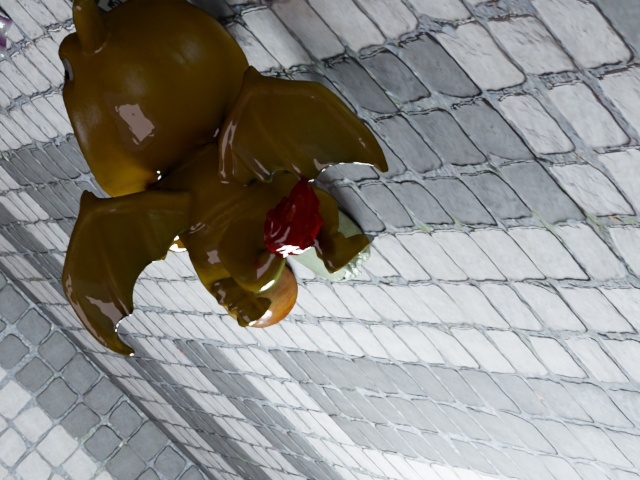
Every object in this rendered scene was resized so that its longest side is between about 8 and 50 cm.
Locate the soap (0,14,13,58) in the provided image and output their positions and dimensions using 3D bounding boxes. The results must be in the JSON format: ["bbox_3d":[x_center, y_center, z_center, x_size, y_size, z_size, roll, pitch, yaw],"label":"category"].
[{"bbox_3d":[-0.554,-0.315,2.278,0.122,0.065,0.203,-4,163,37],"label":"soap"}]

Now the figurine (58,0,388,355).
[{"bbox_3d":[-0.117,-0.108,1.744,0.401,0.268,0.387,-34,89,33],"label":"figurine"}]

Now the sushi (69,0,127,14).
[{"bbox_3d":[-0.287,-0.359,1.820,0.215,0.050,0.192,31,147,1],"label":"sushi"}]

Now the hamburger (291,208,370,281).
[{"bbox_3d":[0.000,0.000,2.031,0.133,0.062,0.140,47,159,-17],"label":"hamburger"}]

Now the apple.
[{"bbox_3d":[-0.094,0.070,2.317,0.126,0.102,0.126,38,161,16],"label":"apple"}]
